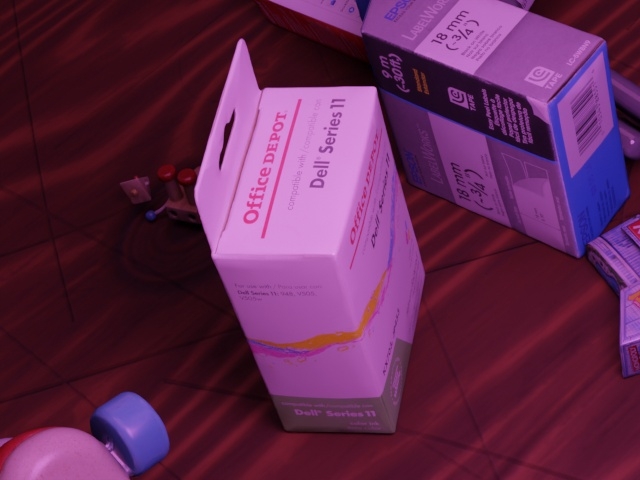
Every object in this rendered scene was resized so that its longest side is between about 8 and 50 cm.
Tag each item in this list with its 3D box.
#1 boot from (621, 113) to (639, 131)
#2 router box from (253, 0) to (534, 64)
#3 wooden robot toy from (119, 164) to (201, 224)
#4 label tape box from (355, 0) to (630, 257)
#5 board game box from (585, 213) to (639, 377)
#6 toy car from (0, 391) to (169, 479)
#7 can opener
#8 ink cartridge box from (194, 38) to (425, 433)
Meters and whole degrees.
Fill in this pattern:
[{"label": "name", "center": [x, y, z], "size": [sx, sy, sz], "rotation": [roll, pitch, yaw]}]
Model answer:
[{"label": "boot", "center": [0.393, -0.203, 1.790], "size": [0.207, 0.090, 0.248], "rotation": [-42, 37, 1]}, {"label": "router box", "center": [0.125, -0.359, 1.939], "size": [0.301, 0.082, 0.335], "rotation": [27, 80, 32]}, {"label": "wooden robot toy", "center": [-0.127, -0.061, 1.838], "size": [0.173, 0.076, 0.079], "rotation": [12, 45, 24]}, {"label": "label tape box", "center": [0.138, -0.145, 1.716], "size": [0.334, 0.240, 0.106], "rotation": [26, 64, 33]}, {"label": "board game box", "center": [0.345, 0.038, 1.623], "size": [0.194, 0.060, 0.194], "rotation": [-28, 49, -9]}, {"label": "toy car", "center": [-0.263, 0.262, 1.563], "size": [0.219, 0.210, 0.238], "rotation": [-34, 20, -30]}, {"label": "can opener", "center": [0.226, -0.186, 1.739], "size": [0.283, 0.095, 0.076], "rotation": [37, 96, 23]}, {"label": "ink cartridge box", "center": [0.000, 0.000, 1.557], "size": [0.119, 0.353, 0.207], "rotation": [1, 52, 17]}]
